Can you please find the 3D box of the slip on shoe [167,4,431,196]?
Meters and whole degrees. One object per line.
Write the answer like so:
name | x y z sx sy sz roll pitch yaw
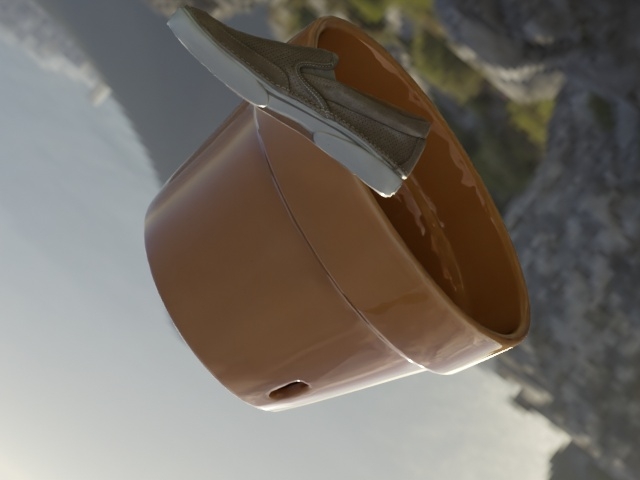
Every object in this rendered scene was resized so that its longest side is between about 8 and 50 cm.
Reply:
slip on shoe | -0.008 -0.073 0.822 0.135 0.041 0.051 36 -173 -12

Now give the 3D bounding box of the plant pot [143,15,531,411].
plant pot | 0.000 0.000 1.370 0.291 0.203 0.291 49 -159 -27
